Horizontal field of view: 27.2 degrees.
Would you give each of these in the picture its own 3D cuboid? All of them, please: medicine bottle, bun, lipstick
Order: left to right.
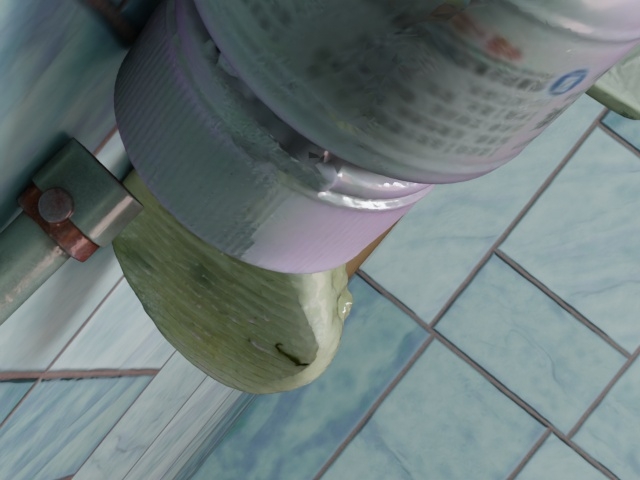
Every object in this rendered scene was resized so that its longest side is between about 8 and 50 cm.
[{"bbox_3d":[-0.202,0.021,0.850,0.186,0.063,0.057,-45,170,-3],"label":"lipstick"},{"bbox_3d":[-0.061,0.008,1.043,0.116,0.210,0.237,-45,156,-43],"label":"bun"},{"bbox_3d":[0.034,-0.140,0.757,0.302,0.241,0.241,-45,178,40],"label":"medicine bottle"}]

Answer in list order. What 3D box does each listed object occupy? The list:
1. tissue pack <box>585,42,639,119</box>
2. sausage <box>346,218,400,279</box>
[{"bbox_3d":[0.355,-0.301,1.665,0.207,0.297,0.380,-55,170,13],"label":"tissue pack"},{"bbox_3d":[0.000,0.000,1.677,0.253,0.123,0.123,-49,172,-9],"label":"sausage"}]
